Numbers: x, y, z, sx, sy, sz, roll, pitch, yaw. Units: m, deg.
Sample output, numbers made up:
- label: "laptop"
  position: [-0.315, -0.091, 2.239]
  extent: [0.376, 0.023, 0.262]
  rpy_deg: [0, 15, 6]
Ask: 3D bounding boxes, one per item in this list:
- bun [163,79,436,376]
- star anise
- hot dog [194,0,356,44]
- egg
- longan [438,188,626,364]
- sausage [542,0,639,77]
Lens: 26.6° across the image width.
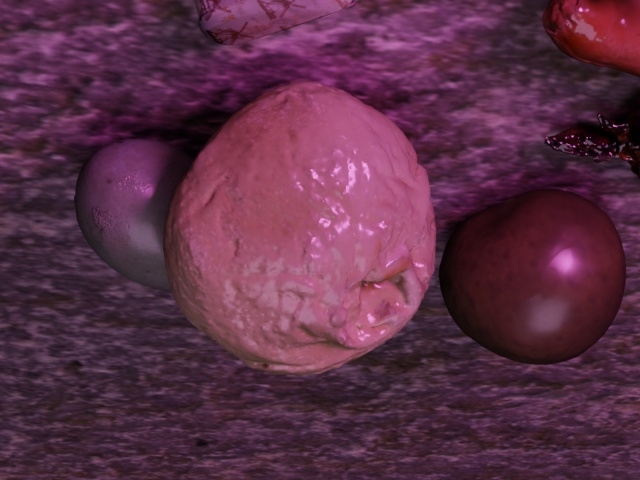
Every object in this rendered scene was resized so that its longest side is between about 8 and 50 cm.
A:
- label: "bun"
  position: [0.000, 0.000, 1.569]
  extent: [0.349, 0.227, 0.353]
  rpy_deg: [-4, 118, -44]
- label: "star anise"
  position: [0.398, -0.129, 1.646]
  extent: [0.212, 0.054, 0.157]
  rpy_deg: [20, 142, -27]
- label: "hot dog"
  position: [-0.044, -0.259, 1.416]
  extent: [0.191, 0.059, 0.108]
  rpy_deg: [-16, 147, 22]
- label: "egg"
  position: [-0.200, -0.031, 1.655]
  extent: [0.169, 0.169, 0.236]
  rpy_deg: [-23, 138, 29]
- label: "longan"
  position: [0.284, 0.046, 1.777]
  extent: [0.246, 0.215, 0.246]
  rpy_deg: [0, 107, 0]
- label: "sausage"
  position: [0.423, -0.198, 1.510]
  extent: [0.418, 0.094, 0.094]
  rpy_deg: [16, 113, -25]
